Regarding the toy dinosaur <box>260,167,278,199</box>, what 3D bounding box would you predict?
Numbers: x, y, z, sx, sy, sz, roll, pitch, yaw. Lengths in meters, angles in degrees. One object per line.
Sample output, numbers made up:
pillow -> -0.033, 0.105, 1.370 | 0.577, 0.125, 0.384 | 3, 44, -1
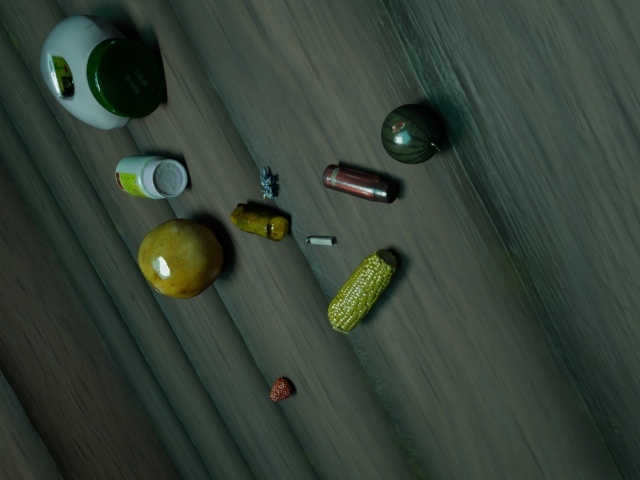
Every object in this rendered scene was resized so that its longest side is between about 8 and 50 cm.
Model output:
toy dinosaur -> -0.138, -0.149, 1.058 | 0.047, 0.030, 0.083 | 14, 120, 33

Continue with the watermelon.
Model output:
watermelon -> 0.171, -0.184, 0.720 | 0.133, 0.105, 0.105 | 45, 136, 41

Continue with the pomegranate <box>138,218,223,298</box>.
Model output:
pomegranate -> -0.430, 0.047, 1.258 | 0.264, 0.264, 0.264 | 19, 123, 33

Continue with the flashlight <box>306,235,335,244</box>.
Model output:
flashlight -> 0.000, 0.000, 1.025 | 0.083, 0.018, 0.018 | 3, 114, 39

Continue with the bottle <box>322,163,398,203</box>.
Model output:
bottle -> 0.086, -0.120, 0.867 | 0.164, 0.060, 0.060 | 22, 124, 31

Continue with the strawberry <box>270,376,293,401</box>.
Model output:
strawberry -> -0.136, 0.505, 1.357 | 0.073, 0.083, 0.073 | 38, 143, 35

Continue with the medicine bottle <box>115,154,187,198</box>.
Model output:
medicine bottle -> -0.547, -0.205, 1.303 | 0.225, 0.139, 0.139 | 10, 117, 37

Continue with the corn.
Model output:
corn -> 0.096, 0.124, 0.957 | 0.091, 0.091, 0.260 | 45, 130, 17

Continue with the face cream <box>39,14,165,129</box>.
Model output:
face cream -> -0.656, -0.490, 1.194 | 0.357, 0.219, 0.312 | 18, 120, 29

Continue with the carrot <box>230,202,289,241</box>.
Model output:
carrot -> -0.171, -0.052, 1.102 | 0.173, 0.082, 0.082 | 19, 123, 36
